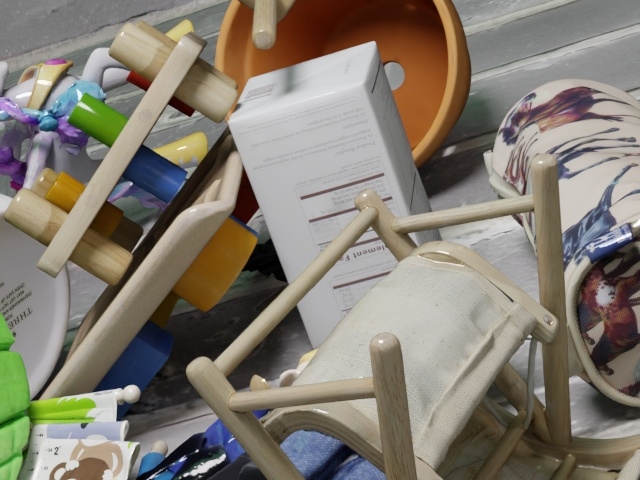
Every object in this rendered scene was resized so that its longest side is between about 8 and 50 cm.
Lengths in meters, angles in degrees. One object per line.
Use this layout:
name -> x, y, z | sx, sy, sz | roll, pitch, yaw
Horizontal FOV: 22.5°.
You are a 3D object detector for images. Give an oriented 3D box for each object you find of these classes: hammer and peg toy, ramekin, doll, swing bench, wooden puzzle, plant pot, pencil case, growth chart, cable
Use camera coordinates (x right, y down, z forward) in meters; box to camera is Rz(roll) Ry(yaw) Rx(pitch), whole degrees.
hammer and peg toy -> -0.160, -0.136, 1.551 | 0.361, 0.127, 0.266 | -57, 7, 6
ramekin -> -0.368, 0.066, 1.630 | 0.127, 0.272, 0.273 | 5, 31, 29
doll -> -0.104, 0.190, 1.355 | 0.189, 0.046, 0.129 | -39, 35, -25
swing bench -> 0.083, 0.118, 1.066 | 0.165, 0.254, 0.253 | -10, 22, 36
wooden puzzle -> -0.151, 0.041, 1.572 | 0.322, 0.080, 0.348 | -51, 8, 20
plant pot -> 0.050, -0.198, 1.868 | 0.291, 0.290, 0.203 | -12, -3, 22
pencil case -> 0.244, -0.013, 1.367 | 0.184, 0.159, 0.410 | -6, 21, -1
growth chart -> -0.222, 0.218, 1.336 | 0.172, 0.021, 0.237 | -15, 43, 26
cable -> 0.000, 0.000, 1.747 | 0.184, 0.047, 0.151 | -32, 15, -37

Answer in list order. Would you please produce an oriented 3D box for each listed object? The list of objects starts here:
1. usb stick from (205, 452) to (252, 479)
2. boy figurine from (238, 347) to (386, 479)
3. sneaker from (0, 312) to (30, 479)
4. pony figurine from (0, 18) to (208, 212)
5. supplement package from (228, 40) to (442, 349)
usb stick -> 0.002, 0.166, 1.310 | 0.278, 0.045, 0.077 | -33, 31, -28
boy figurine -> 0.063, 0.129, 1.243 | 0.177, 0.092, 0.285 | 30, 52, 21
sneaker -> -0.409, 0.089, 1.419 | 0.202, 0.185, 0.482 | -47, 54, 22
pony figurine -> -0.329, -0.105, 1.967 | 0.364, 0.351, 0.303 | -6, 31, -26
supplement package -> 0.023, -0.042, 1.530 | 0.134, 0.244, 0.139 | -15, 20, 13
